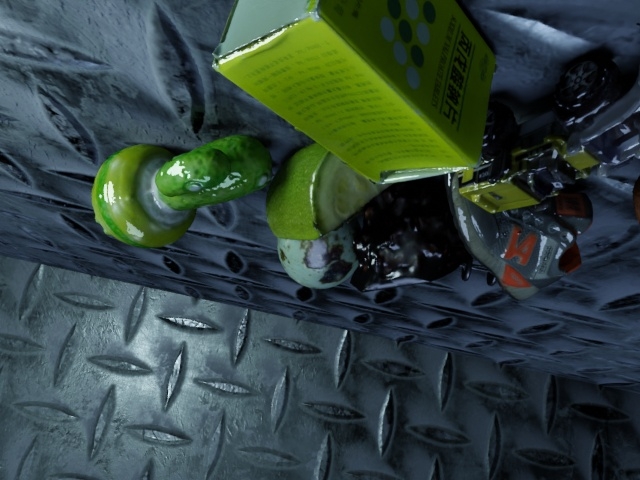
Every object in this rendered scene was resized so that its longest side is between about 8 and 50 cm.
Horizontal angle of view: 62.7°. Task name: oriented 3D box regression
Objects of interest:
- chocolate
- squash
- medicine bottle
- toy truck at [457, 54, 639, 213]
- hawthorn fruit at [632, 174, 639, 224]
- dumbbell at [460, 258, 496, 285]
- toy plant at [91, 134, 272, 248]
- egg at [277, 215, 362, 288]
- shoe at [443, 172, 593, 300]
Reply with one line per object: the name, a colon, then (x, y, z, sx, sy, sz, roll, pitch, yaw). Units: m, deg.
chocolate: (0.140, -0.044, 0.895, 0.224, 0.206, 0.177, -11, 108, 31)
squash: (0.003, -0.098, 0.827, 0.111, 0.203, 0.288, 55, 170, -11)
medicine bottle: (0.047, -0.171, 0.499, 0.141, 0.137, 0.250, -6, 154, 45)
toy truck: (0.278, -0.110, 0.576, 0.136, 0.111, 0.285, 24, 153, -28)
hawthorn fruit: (0.478, -0.040, 0.650, 0.162, 0.163, 0.203, 2, 178, 29)
dumbbell: (0.342, 0.059, 1.126, 0.147, 0.069, 0.069, 11, 162, 5)
toy plant: (-0.216, -0.092, 0.884, 0.315, 0.185, 0.224, -9, 180, 33)
egg: (0.000, 0.000, 1.012, 0.169, 0.169, 0.231, 10, 151, 5)
shoe: (0.312, -0.032, 0.787, 0.171, 0.132, 0.336, -24, 134, 28)
